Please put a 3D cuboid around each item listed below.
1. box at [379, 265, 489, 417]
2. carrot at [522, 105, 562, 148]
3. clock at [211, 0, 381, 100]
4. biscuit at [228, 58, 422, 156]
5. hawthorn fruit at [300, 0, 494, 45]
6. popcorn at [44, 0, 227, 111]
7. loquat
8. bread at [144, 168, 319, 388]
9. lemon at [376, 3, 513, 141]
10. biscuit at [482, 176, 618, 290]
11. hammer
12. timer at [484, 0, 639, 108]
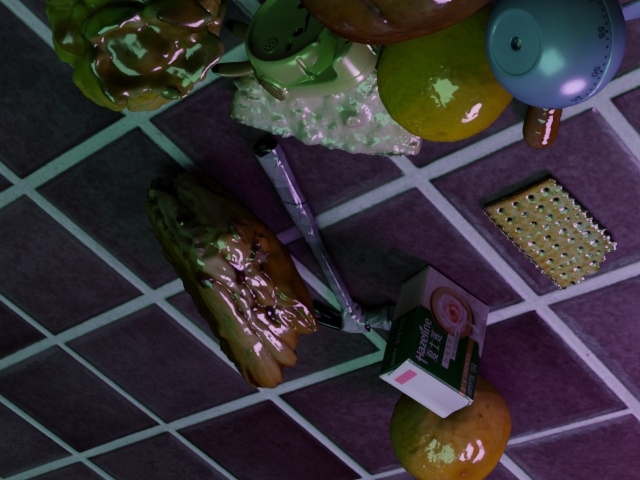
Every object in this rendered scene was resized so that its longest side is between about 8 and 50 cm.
[{"bbox_3d":[0.181,0.158,1.861,0.135,0.199,0.081,34,135,-19],"label":"box"},{"bbox_3d":[0.298,-0.205,1.541,0.048,0.048,0.216,11,134,9],"label":"carrot"},{"bbox_3d":[-0.029,-0.259,1.504,0.232,0.170,0.069,-8,146,32],"label":"clock"},{"bbox_3d":[0.003,-0.201,1.623,0.281,0.084,0.179,10,139,12],"label":"biscuit"},{"bbox_3d":[0.073,-0.341,1.312,0.301,0.267,0.268,-16,129,44],"label":"hawthorn fruit"},{"bbox_3d":[-0.228,-0.291,1.494,0.270,0.224,0.258,-18,88,58],"label":"popcorn"},{"bbox_3d":[0.221,0.315,2.010,0.208,0.208,0.208,11,139,10],"label":"loquat"},{"bbox_3d":[-0.130,0.047,1.848,0.167,0.277,0.324,-31,125,-11],"label":"bread"},{"bbox_3d":[0.163,-0.216,1.474,0.178,0.178,0.203,34,137,-16],"label":"lemon"},{"bbox_3d":[0.350,-0.009,1.752,0.203,0.016,0.144,41,135,-22],"label":"biscuit"},{"bbox_3d":[0.000,0.001,1.882,0.152,0.044,0.427,-3,134,25],"label":"hammer"},{"bbox_3d":[0.292,-0.254,1.372,0.175,0.255,0.175,21,133,25],"label":"timer"}]
